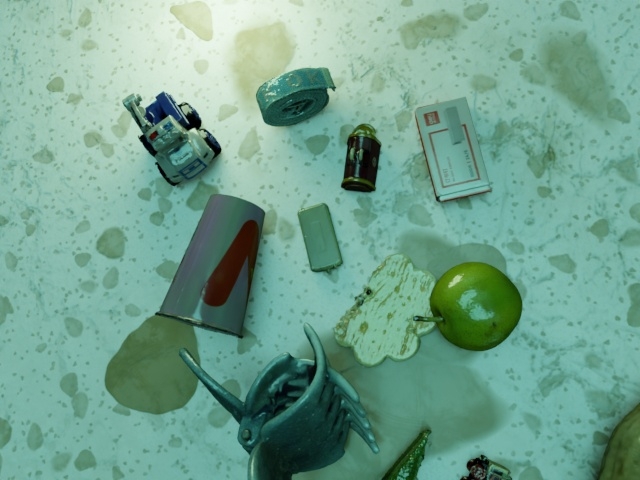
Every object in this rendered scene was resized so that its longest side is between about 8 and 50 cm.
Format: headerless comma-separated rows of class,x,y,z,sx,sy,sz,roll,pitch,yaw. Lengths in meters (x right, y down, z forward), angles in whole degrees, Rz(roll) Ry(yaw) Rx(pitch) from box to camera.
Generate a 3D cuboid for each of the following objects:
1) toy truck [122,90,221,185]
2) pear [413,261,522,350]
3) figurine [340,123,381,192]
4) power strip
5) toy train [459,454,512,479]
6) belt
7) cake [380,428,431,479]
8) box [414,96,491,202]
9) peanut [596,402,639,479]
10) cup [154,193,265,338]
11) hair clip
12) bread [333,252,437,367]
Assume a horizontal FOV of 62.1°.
toy truck,-0.357,-0.251,1.258,0.161,0.177,0.213,-36,75,1
pear,0.289,0.140,1.061,0.216,0.166,0.180,-19,96,-19
figurine,0.088,-0.195,1.208,0.082,0.098,0.154,6,83,15
power strip,0.000,0.000,1.221,0.076,0.028,0.169,-15,75,7
toy train,0.320,0.503,1.056,0.087,0.050,0.138,23,84,10
belt,-0.065,-0.336,1.242,0.163,0.147,0.082,-11,73,-21
cake,0.142,0.483,1.065,0.099,0.100,0.235,19,84,13
box,0.296,-0.200,1.195,0.123,0.050,0.229,-12,77,8
peanut,0.614,0.434,0.955,0.192,0.169,0.387,22,84,8
cup,-0.224,0.055,1.180,0.203,0.203,0.288,11,75,12
hair clip,-0.048,0.348,1.010,0.238,0.318,0.392,-32,47,-11
bread,0.155,0.163,1.157,0.182,0.039,0.251,36,87,14
